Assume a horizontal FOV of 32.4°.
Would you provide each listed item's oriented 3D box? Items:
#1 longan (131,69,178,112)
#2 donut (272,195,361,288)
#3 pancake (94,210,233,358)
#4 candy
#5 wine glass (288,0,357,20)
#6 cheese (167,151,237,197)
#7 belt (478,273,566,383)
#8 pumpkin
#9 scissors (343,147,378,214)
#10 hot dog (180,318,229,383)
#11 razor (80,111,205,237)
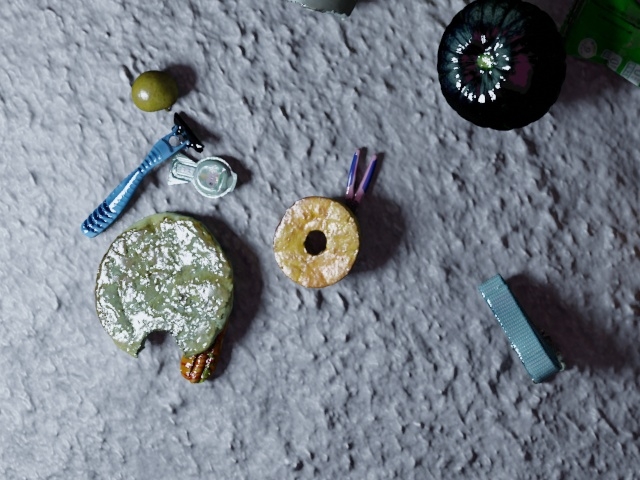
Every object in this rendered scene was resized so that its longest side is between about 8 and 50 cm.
[{"bbox_3d":[-0.263,-0.233,1.762,0.075,0.075,0.083,-14,137,11],"label":"longan"},{"bbox_3d":[0.000,0.000,1.750,0.152,0.058,0.152,3,100,17],"label":"donut"},{"bbox_3d":[-0.254,0.074,1.801,0.253,0.037,0.253,0,90,16],"label":"pancake"},{"bbox_3d":[0.461,-0.306,1.629,0.203,0.078,0.141,29,101,9],"label":"candy"},{"bbox_3d":[0.027,-0.460,1.651,0.126,0.126,0.241,19,102,6],"label":"wine glass"},{"bbox_3d":[-0.190,-0.106,1.785,0.120,0.026,0.067,14,97,18],"label":"cheese"},{"bbox_3d":[0.314,0.137,1.725,0.065,0.100,0.179,-32,77,13],"label":"belt"},{"bbox_3d":[0.268,-0.261,1.633,0.202,0.140,0.202,3,96,30],"label":"pumpkin"},{"bbox_3d":[0.059,-0.089,1.755,0.039,0.012,0.113,19,101,6],"label":"scissors"},{"bbox_3d":[-0.190,0.170,1.820,0.062,0.038,0.144,23,101,6],"label":"hot dog"},{"bbox_3d":[-0.301,-0.097,1.794,0.253,0.042,0.082,-43,71,15],"label":"razor"}]
